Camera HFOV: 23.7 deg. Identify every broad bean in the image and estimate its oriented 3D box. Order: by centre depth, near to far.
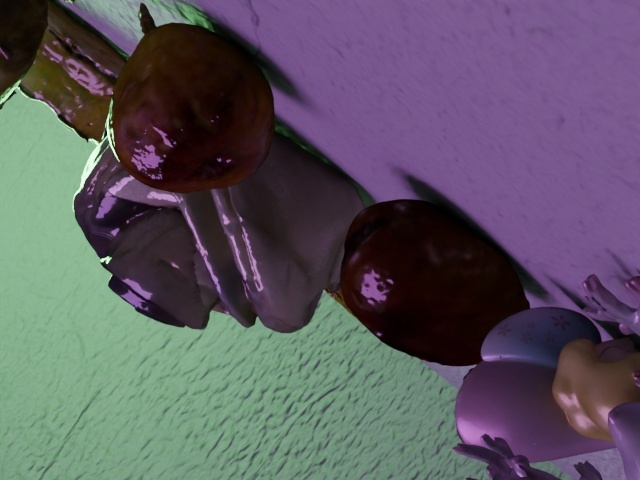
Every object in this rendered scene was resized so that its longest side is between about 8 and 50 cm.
[{"bbox_3d":[0.110,0.043,1.445,0.228,0.156,0.122,33,-139,-40],"label":"broad bean"}]

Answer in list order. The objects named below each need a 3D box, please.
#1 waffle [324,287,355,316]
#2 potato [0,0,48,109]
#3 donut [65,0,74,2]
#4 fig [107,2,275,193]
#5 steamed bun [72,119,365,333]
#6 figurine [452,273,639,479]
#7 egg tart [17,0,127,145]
[{"bbox_3d":[0.000,0.000,2.104,0.382,0.095,0.379,42,176,-23],"label":"waffle"},{"bbox_3d":[-0.474,-0.319,1.929,0.300,0.246,0.196,50,141,2],"label":"potato"},{"bbox_3d":[-0.299,-0.304,1.544,0.152,0.058,0.152,37,176,3],"label":"donut"},{"bbox_3d":[-0.137,-0.154,1.457,0.159,0.159,0.257,42,-167,-45],"label":"fig"},{"bbox_3d":[-0.143,-0.008,1.787,0.394,0.237,0.347,17,149,47],"label":"steamed bun"},{"bbox_3d":[0.220,0.151,1.233,0.284,0.206,0.315,28,175,-25],"label":"figurine"},{"bbox_3d":[-0.365,-0.240,2.272,0.345,0.132,0.345,38,178,2],"label":"egg tart"}]
